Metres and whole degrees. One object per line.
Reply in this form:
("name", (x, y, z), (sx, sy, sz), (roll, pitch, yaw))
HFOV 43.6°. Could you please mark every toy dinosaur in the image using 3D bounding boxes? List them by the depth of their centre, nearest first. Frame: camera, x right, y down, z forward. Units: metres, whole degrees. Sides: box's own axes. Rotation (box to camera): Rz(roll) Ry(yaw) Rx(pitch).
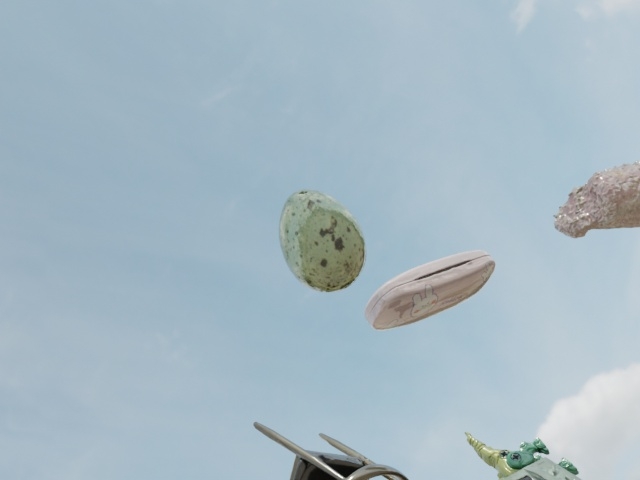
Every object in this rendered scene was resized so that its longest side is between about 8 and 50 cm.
("toy dinosaur", (0.368, 0.428, 1.490), (0.153, 0.259, 0.094), (-21, -55, -12))

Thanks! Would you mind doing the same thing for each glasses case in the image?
("glasses case", (0.208, 0.091, 1.488), (0.296, 0.075, 0.113), (-17, -34, -33))

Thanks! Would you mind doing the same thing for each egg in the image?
("egg", (0.000, 0.000, 0.809), (0.085, 0.085, 0.110), (-33, -86, -16))

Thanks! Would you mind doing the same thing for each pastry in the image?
("pastry", (0.499, -0.071, 1.243), (0.265, 0.103, 0.112), (-14, -44, 6))

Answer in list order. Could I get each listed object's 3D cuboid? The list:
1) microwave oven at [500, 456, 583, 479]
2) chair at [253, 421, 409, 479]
("microwave oven", (0.323, 0.463, 1.252), (0.208, 0.122, 0.162), (-17, -69, -25))
("chair", (0.006, 0.417, 1.305), (0.188, 0.272, 0.166), (20, -100, -38))
